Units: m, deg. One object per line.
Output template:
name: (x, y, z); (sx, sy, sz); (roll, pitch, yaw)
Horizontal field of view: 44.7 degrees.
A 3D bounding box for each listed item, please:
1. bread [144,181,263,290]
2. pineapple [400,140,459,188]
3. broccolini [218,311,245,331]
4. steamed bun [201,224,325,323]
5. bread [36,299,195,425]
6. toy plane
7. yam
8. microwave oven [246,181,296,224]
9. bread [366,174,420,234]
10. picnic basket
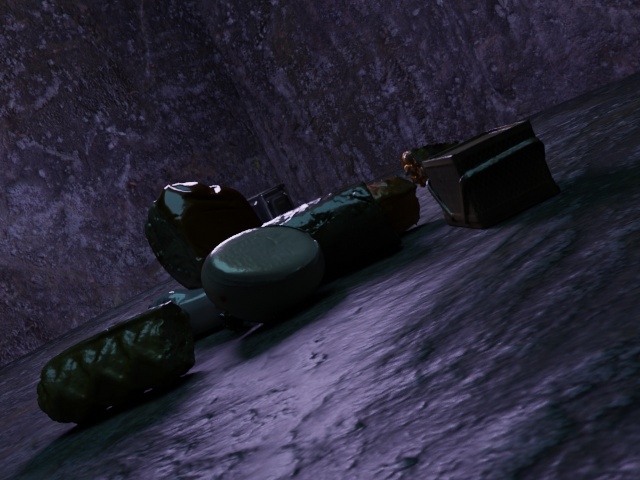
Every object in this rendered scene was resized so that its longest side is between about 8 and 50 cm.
bread: (-0.256, 0.005, 1.787); (0.225, 0.250, 0.279); (-42, -26, 31)
pineapple: (0.327, -0.203, 2.214); (0.233, 0.135, 0.079); (-18, -9, -40)
broccolini: (-0.150, 0.076, 1.531); (0.054, 0.051, 0.239); (0, 44, 11)
steamed bun: (-0.104, 0.068, 1.421); (0.228, 0.131, 0.177); (-20, 40, -28)
bread: (-0.338, 0.207, 1.277); (0.267, 0.130, 0.152); (-25, 10, 8)
toy plane: (-0.264, 0.143, 1.608); (0.252, 0.118, 0.252); (-27, 4, 2)
yam: (0.000, 0.000, 1.579); (0.304, 0.168, 0.168); (-23, 6, 7)
microwave oven: (-0.157, -0.075, 2.683); (0.129, 0.205, 0.163); (-21, 8, 40)
bread: (0.094, -0.042, 1.717); (0.260, 0.129, 0.134); (-24, 7, 28)
picnic basket: (0.304, -0.119, 1.441); (0.165, 0.139, 0.266); (-25, 6, -5)
